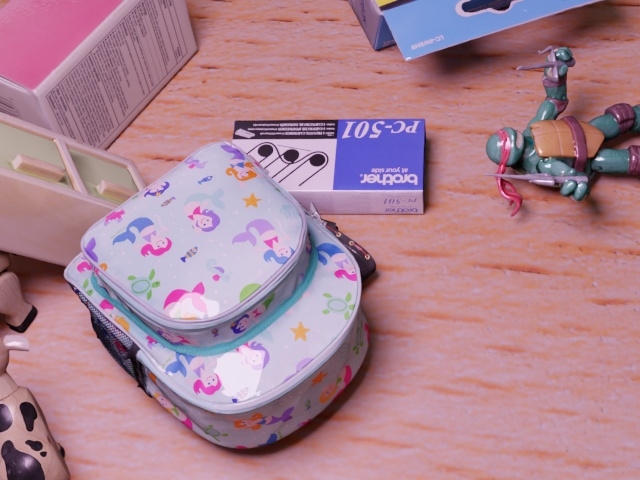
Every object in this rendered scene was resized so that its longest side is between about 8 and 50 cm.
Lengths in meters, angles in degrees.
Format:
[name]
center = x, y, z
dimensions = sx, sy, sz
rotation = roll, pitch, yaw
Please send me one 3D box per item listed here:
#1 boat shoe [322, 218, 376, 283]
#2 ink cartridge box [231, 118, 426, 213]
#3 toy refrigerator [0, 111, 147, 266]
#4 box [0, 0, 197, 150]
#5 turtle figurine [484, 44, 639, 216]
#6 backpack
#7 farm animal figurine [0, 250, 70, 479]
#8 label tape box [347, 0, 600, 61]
[boat shoe]
center = 0.000, 0.001, 1.090
dimensions = 0.042, 0.049, 0.133
rotation = -33, 57, -29
[ink cartridge box]
center = 0.007, -0.079, 1.143
dimensions = 0.207, 0.046, 0.097
rotation = 1, 57, 7
[toy refrigerator]
center = -0.282, -0.054, 1.024
dimensions = 0.094, 0.269, 0.102
rotation = -45, 54, 19
[box]
center = -0.266, -0.211, 1.205
dimensions = 0.126, 0.149, 0.232
rotation = 25, 61, 23
[turtle figurine]
center = 0.256, -0.106, 1.089
dimensions = 0.234, 0.118, 0.175
rotation = -3, 69, -14
[backpack]
center = -0.083, 0.052, 0.989
dimensions = 0.225, 0.191, 0.253
rotation = -37, 64, -19
[farm animal figurine]
center = -0.361, 0.110, 0.982
dimensions = 0.330, 0.172, 0.327
rotation = 4, 56, 10
[label tape box]
center = 0.151, -0.333, 1.262
dimensions = 0.249, 0.115, 0.348
rotation = -19, 58, -6
